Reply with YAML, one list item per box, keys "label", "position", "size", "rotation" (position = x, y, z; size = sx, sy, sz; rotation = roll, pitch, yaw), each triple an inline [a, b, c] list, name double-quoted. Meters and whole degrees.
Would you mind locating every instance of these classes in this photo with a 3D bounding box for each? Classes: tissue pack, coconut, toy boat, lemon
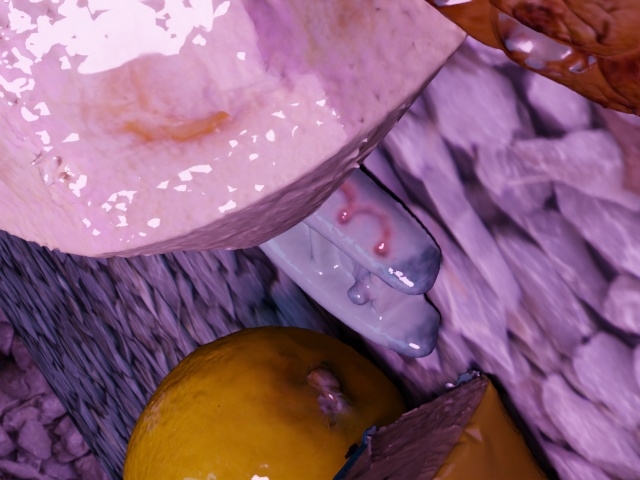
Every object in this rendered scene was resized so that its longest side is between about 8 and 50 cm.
- label: "tissue pack"
  position: [0.111, 0.252, 0.953]
  size: [0.134, 0.192, 0.271]
  rotation: [-27, 100, 28]
- label: "coconut"
  position: [-0.084, -0.136, 0.667]
  size: [0.297, 0.297, 0.309]
  rotation: [19, 141, 59]
- label: "toy boat"
  position: [0.000, 0.000, 0.999]
  size: [0.207, 0.079, 0.134]
  rotation: [43, 159, 29]
- label: "lemon"
  position: [-0.028, 0.176, 1.122]
  size: [0.240, 0.240, 0.219]
  rotation: [50, 138, 17]

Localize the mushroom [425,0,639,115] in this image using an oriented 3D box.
- label: "mushroom"
  position: [0.103, -0.144, 0.436]
  size: [0.253, 0.153, 0.253]
  rotation: [35, 149, 25]
